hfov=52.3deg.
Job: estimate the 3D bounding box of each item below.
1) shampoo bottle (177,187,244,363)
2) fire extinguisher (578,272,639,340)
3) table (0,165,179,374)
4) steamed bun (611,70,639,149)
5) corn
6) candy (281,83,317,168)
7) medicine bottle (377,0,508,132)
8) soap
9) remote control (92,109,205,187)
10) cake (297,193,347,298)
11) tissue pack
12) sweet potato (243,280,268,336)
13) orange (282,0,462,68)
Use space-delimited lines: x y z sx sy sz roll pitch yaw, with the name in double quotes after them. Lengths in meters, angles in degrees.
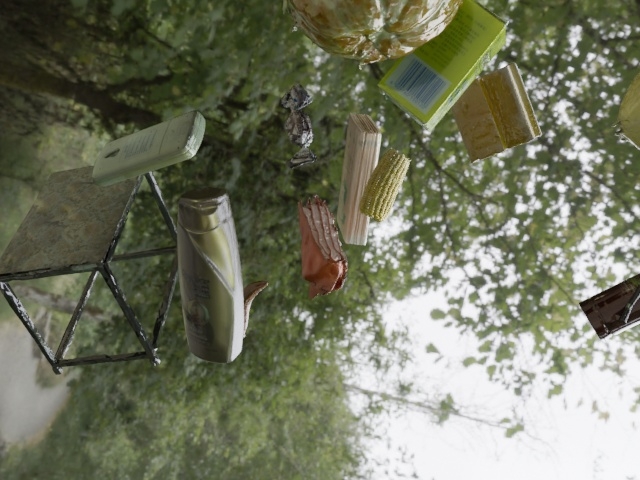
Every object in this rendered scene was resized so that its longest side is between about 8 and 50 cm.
-0.208 0.068 1.231 0.084 0.126 0.350 -47 145 -53 "shampoo bottle"
0.713 0.093 1.338 0.341 0.105 0.141 -31 -172 18 "fire extinguisher"
-0.438 0.047 1.318 0.335 0.222 0.272 -87 167 -51 "table"
0.782 -0.288 1.379 0.273 0.232 0.166 -46 -166 0 "steamed bun"
0.147 -0.126 1.492 0.165 0.085 0.063 -64 -159 0 "corn"
-0.050 -0.253 1.454 0.094 0.051 0.226 -36 -130 36 "candy"
0.244 -0.357 1.308 0.250 0.141 0.137 -50 167 11 "medicine bottle"
0.608 -0.446 2.299 0.259 0.143 0.281 -19 -83 35 "soap"
-0.304 -0.161 1.151 0.234 0.038 0.098 -12 -130 28 "remote control"
0.006 0.000 1.641 0.135 0.098 0.287 134 -47 -55 "cake"
0.103 -0.168 1.787 0.170 0.071 0.325 -105 -161 -61 "tissue pack"
-0.224 0.200 1.888 0.058 0.078 0.255 -87 -163 -52 "sweet potato"
0.094 -0.444 1.106 0.329 0.329 0.249 152 -60 -68 "orange"
